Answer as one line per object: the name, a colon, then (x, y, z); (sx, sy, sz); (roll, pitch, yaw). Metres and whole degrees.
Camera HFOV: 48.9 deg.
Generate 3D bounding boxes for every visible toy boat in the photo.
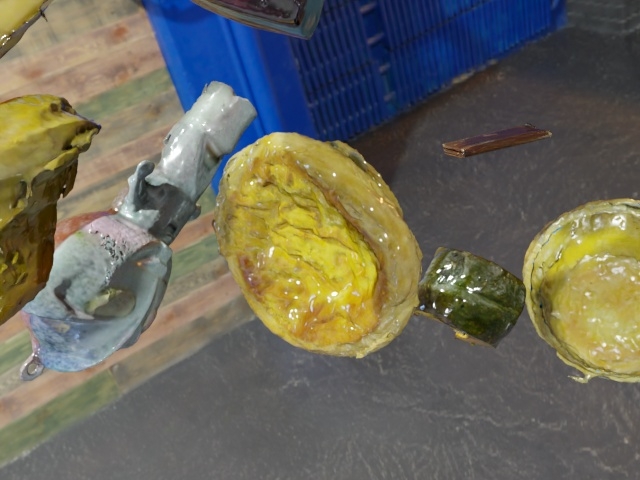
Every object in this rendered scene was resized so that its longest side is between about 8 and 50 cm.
toy boat: (-0.173, -0.382, 0.936); (0.392, 0.136, 0.079); (29, 35, 12)

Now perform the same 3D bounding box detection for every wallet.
wallet: (0.317, -0.179, 1.280); (0.176, 0.026, 0.095); (-16, 19, -13)

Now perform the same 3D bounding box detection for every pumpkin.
pumpkin: (0.262, 0.111, 1.337); (0.280, 0.190, 0.139); (140, 155, -80)

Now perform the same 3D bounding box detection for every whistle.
whistle: (-0.186, -0.008, 0.698); (0.133, 0.142, 0.346); (23, 76, 47)

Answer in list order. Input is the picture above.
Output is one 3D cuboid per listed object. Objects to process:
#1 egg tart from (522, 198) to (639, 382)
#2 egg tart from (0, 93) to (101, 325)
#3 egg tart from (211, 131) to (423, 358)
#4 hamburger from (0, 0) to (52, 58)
egg tart: (0.547, 0.113, 1.279); (0.387, 0.388, 0.169); (6, 23, 31)
egg tart: (-0.257, 0.009, 0.421); (0.294, 0.116, 0.295); (-21, 18, 7)
egg tart: (0.002, -0.002, 0.948); (0.341, 0.341, 0.129); (10, 35, 35)
hamburger: (-0.474, -0.323, 0.873); (0.276, 0.237, 0.276); (-33, 27, 20)
